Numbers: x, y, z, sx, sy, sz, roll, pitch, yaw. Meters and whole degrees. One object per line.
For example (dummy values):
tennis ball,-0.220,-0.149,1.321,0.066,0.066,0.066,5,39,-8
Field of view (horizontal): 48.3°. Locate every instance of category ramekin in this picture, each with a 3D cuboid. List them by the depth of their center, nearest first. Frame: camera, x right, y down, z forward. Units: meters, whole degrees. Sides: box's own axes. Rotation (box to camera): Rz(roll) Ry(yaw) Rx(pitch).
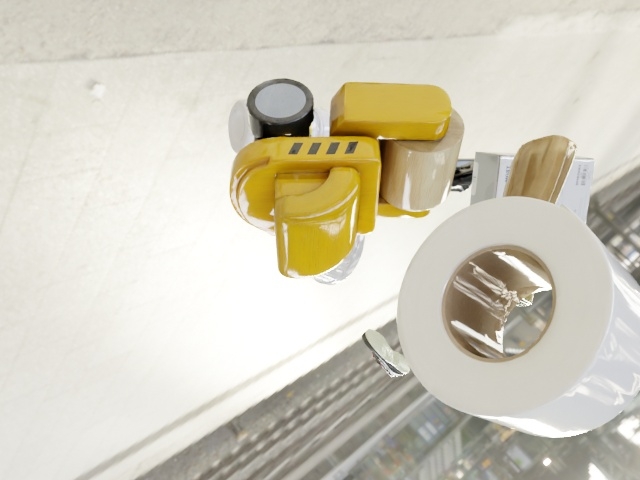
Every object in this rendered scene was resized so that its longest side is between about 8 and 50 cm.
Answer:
ramekin,0.000,0.000,1.750,0.109,0.207,0.207,16,124,-39

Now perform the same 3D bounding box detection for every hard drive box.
hard drive box,0.430,-0.088,1.467,0.232,0.089,0.180,0,102,-21

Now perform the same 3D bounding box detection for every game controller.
game controller,0.280,-0.167,1.731,0.167,0.067,0.319,-30,-160,-25

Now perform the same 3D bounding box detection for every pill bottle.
pill bottle,-0.084,-0.242,1.551,0.209,0.119,0.119,-3,143,-29

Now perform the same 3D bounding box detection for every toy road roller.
toy road roller,0.037,-0.075,1.009,0.330,0.240,0.202,0,143,-1

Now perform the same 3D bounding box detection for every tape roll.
tape roll,0.233,0.092,0.817,0.246,0.246,0.169,-46,139,12

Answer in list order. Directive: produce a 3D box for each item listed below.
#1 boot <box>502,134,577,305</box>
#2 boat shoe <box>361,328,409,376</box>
boot,0.306,-0.021,1.185,0.236,0.089,0.269,-12,-125,62
boat shoe,0.121,0.224,1.402,0.042,0.133,0.048,-27,-148,31
